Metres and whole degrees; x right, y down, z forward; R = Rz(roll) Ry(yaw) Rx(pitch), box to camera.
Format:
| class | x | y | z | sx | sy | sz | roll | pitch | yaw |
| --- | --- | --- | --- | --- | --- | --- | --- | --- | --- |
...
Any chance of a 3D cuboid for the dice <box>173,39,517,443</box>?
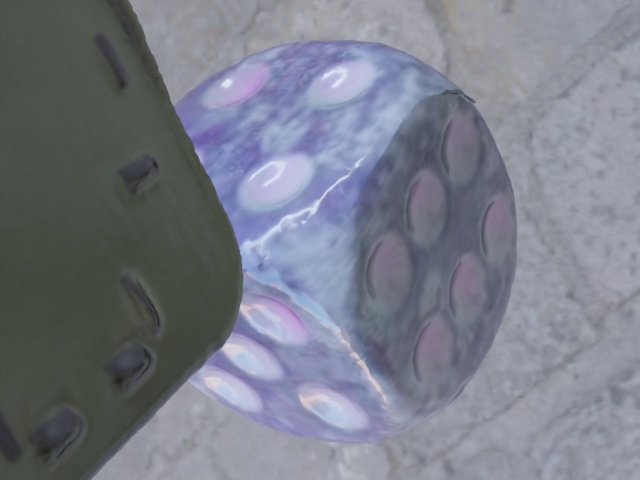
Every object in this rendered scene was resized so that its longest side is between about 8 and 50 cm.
| class | x | y | z | sx | sy | sz | roll | pitch | yaw |
| --- | --- | --- | --- | --- | --- | --- | --- | --- | --- |
| dice | 0.000 | 0.000 | 1.167 | 0.271 | 0.270 | 0.270 | 5 | 140 | 37 |

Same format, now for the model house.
| class | x | y | z | sx | sy | sz | roll | pitch | yaw |
| --- | --- | --- | --- | --- | --- | --- | --- | --- | --- |
| model house | -0.212 | 0.015 | 0.541 | 0.279 | 0.218 | 0.205 | -16 | 105 | 31 |
